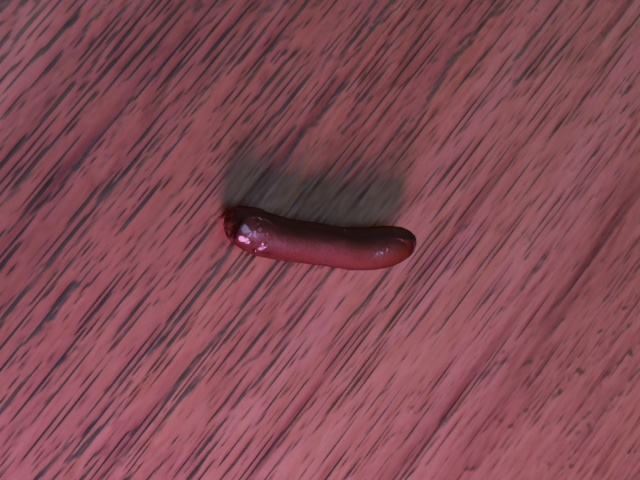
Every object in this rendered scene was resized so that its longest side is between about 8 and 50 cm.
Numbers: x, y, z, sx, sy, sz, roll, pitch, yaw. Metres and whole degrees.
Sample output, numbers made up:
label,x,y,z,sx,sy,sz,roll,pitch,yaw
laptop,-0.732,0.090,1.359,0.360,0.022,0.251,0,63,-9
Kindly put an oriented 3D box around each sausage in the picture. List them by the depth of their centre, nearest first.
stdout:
label,x,y,z,sx,sy,sz,roll,pitch,yaw
sausage,0.000,0.000,1.444,0.186,0.043,0.043,8,95,-34
